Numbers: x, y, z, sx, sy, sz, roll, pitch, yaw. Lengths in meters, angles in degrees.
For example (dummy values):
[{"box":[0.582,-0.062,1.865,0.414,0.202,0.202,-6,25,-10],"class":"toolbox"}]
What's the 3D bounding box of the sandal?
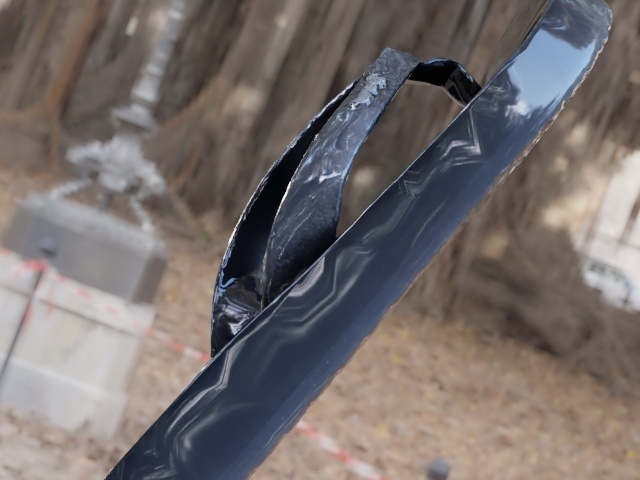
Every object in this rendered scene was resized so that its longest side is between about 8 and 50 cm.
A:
[{"box":[0.000,0.000,0.461,0.054,0.254,0.097,40,-33,3],"class":"sandal"}]
